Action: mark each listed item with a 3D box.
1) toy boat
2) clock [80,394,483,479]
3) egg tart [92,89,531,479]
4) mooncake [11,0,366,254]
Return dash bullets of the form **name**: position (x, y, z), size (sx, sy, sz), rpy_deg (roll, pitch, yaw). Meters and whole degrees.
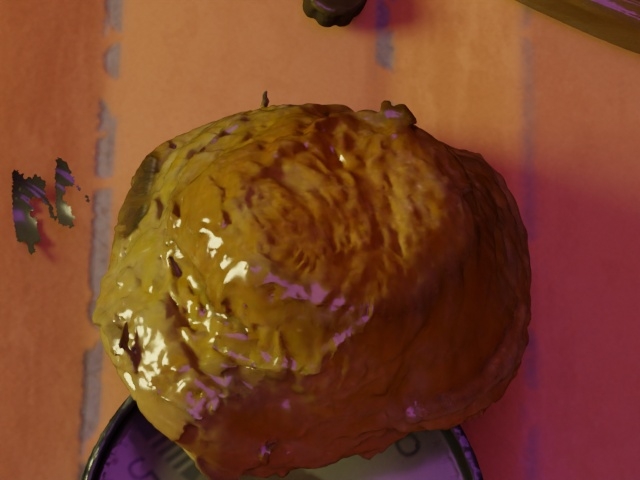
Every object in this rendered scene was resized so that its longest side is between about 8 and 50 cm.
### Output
- **toy boat**: position (0.234, -0.217, 1.544), size (0.200, 0.057, 0.077), rpy_deg (24, 67, 2)
- **clock**: position (-0.029, 0.221, 1.391), size (0.325, 0.067, 0.325), rpy_deg (1, 73, -4)
- **egg tart**: position (0.000, 0.000, 1.366), size (0.351, 0.153, 0.340), rpy_deg (-5, 51, -16)
- **mooncake**: position (-0.104, -0.116, 1.487), size (0.346, 0.057, 0.150), rpy_deg (-21, 64, -7)
